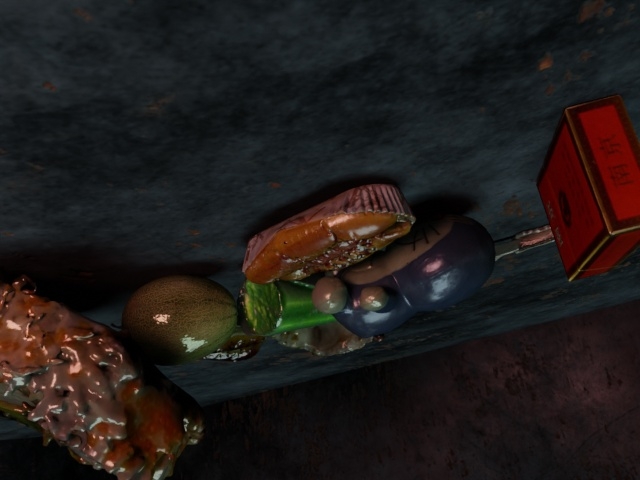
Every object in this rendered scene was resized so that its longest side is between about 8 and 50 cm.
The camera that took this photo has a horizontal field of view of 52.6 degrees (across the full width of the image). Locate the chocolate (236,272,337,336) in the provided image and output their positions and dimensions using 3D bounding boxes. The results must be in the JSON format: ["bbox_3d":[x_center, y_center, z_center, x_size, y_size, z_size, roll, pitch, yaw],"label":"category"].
[{"bbox_3d":[0.000,0.095,1.086,0.110,0.110,0.291,-26,163,39],"label":"chocolate"}]

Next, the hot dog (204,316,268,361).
[{"bbox_3d":[-0.232,0.214,1.373,0.270,0.082,0.162,1,157,-34],"label":"hot dog"}]

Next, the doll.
[{"bbox_3d":[0.130,0.046,0.961,0.258,0.154,0.228,-32,-174,14],"label":"doll"}]

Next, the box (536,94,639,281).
[{"bbox_3d":[0.333,-0.051,0.794,0.074,0.153,0.240,-18,162,6],"label":"box"}]

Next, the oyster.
[{"bbox_3d":[-0.001,0.162,1.353,0.204,0.111,0.396,14,148,-26],"label":"oyster"}]

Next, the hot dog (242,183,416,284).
[{"bbox_3d":[0.000,0.000,0.864,0.144,0.075,0.268,3,160,-46],"label":"hot dog"}]

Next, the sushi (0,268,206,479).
[{"bbox_3d":[-0.371,0.206,0.904,0.417,0.176,0.417,19,153,10],"label":"sushi"}]

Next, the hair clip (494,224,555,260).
[{"bbox_3d":[0.376,0.004,1.194,0.225,0.034,0.072,-21,164,23],"label":"hair clip"}]

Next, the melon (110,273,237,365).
[{"bbox_3d":[-0.223,0.121,0.989,0.192,0.139,0.139,-8,162,-6],"label":"melon"}]
